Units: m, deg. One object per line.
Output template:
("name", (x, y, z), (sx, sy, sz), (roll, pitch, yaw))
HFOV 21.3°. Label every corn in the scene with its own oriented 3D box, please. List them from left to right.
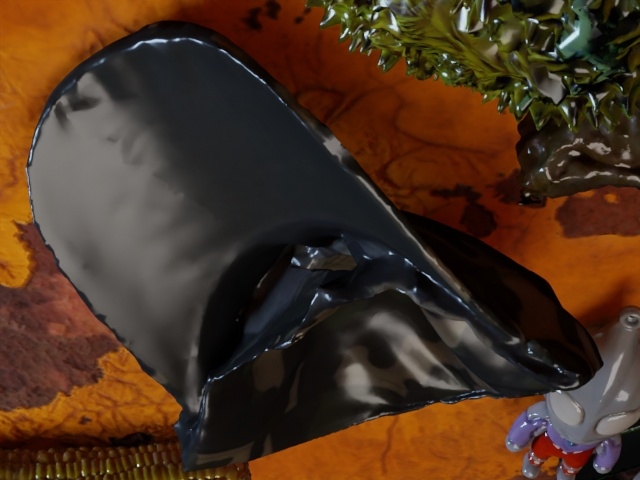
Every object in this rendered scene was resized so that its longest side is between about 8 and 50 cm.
("corn", (-0.200, 0.213, 1.431), (0.292, 0.101, 0.101), (-3, 142, -12))

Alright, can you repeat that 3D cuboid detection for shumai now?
("shumai", (0.230, -0.126, 1.032), (0.218, 0.184, 0.185), (1, 108, 9))

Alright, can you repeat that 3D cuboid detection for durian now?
("durian", (0.119, -0.176, 0.863), (0.291, 0.224, 0.291), (-4, 143, -3))

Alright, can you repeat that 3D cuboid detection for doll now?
("doll", (0.221, 0.126, 1.391), (0.102, 0.075, 0.227), (16, 138, -4))

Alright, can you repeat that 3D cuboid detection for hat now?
("hat", (0.000, 0.000, 1.172), (0.366, 0.257, 0.381), (-13, 109, 33))

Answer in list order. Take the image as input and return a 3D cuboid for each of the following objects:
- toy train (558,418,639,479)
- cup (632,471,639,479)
("toy train", (0.304, 0.155, 1.467), (0.209, 0.042, 0.044), (-22, 117, 21))
("cup", (0.342, 0.288, 1.532), (0.257, 0.227, 0.301), (-2, 113, 1))
